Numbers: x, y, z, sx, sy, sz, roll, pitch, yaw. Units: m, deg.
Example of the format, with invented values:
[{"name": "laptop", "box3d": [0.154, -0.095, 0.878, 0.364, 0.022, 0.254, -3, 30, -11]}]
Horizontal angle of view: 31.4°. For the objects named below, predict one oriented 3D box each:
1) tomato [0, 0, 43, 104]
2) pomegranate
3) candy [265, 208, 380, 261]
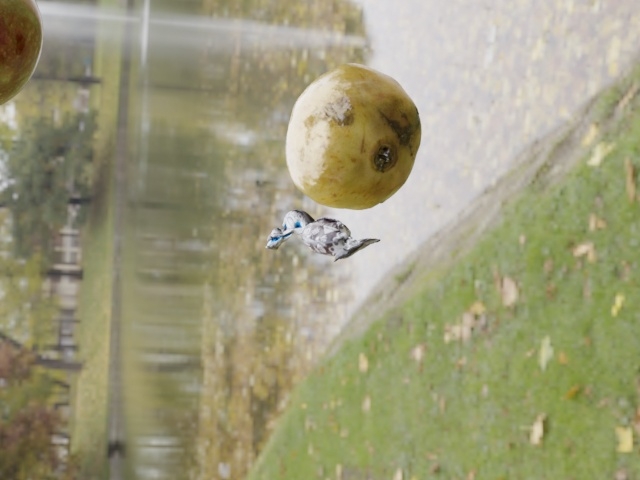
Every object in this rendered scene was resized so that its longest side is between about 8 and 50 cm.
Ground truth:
[{"name": "tomato", "box3d": [-0.576, -0.338, 1.873, 0.222, 0.270, 0.270, 31, -128, -54]}, {"name": "pomegranate", "box3d": [0.053, -0.178, 1.989, 0.260, 0.260, 0.260, -177, 90, -79]}, {"name": "candy", "box3d": [0.000, 0.000, 1.786, 0.226, 0.094, 0.051, 8, 140, 49]}]
